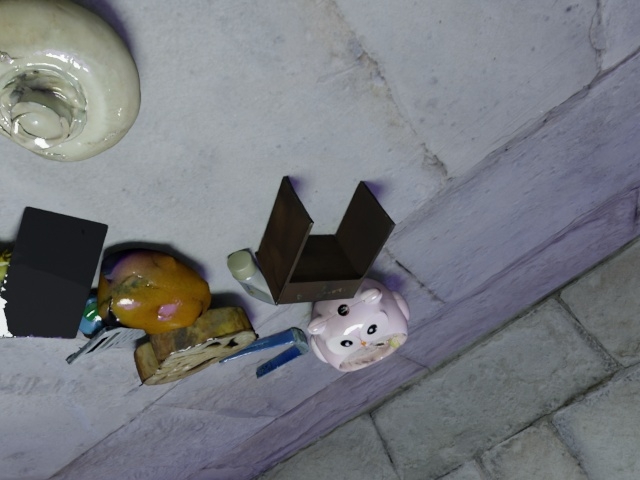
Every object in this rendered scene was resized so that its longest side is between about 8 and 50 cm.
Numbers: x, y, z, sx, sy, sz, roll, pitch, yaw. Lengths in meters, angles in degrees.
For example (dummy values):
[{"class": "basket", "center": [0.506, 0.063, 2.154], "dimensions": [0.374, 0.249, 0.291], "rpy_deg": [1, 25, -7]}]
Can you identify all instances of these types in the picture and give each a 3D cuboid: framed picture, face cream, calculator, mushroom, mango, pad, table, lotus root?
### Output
[{"class": "framed picture", "center": [-0.692, 0.185, 0.960], "dimensions": [0.209, 0.019, 0.281], "rpy_deg": [7, 154, -38]}, {"class": "face cream", "center": [-0.196, 0.123, 1.213], "dimensions": [0.070, 0.114, 0.224], "rpy_deg": [-59, 151, -30]}, {"class": "calculator", "center": [-0.515, 0.242, 1.106], "dimensions": [0.161, 0.021, 0.262], "rpy_deg": [-38, 172, 18]}, {"class": "mushroom", "center": [-0.393, -0.216, 0.608], "dimensions": [0.246, 0.202, 0.246], "rpy_deg": [-8, 141, -7]}, {"class": "mango", "center": [-0.401, 0.126, 1.032], "dimensions": [0.201, 0.152, 0.287], "rpy_deg": [-44, 142, 7]}, {"class": "pad", "center": [-0.561, 0.075, 0.879], "dimensions": [0.159, 0.009, 0.265], "rpy_deg": [17, 88, -43]}, {"class": "table", "center": [0.000, 0.000, 1.107], "dimensions": [0.251, 0.196, 0.282], "rpy_deg": [-1, 133, -29]}, {"class": "lotus root", "center": [-0.364, 0.323, 1.290], "dimensions": [0.390, 0.111, 0.375], "rpy_deg": [-37, 153, 26]}]

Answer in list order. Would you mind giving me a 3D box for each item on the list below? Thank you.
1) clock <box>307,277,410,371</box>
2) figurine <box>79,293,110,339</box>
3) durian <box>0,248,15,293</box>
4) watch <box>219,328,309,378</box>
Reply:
[{"class": "clock", "center": [0.116, 0.267, 1.438], "dimensions": [0.368, 0.250, 0.376], "rpy_deg": [-29, 149, 4]}, {"class": "figurine", "center": [-0.555, 0.193, 1.082], "dimensions": [0.144, 0.114, 0.178], "rpy_deg": [-27, 162, -39]}, {"class": "durian", "center": [-0.672, 0.064, 0.862], "dimensions": [0.146, 0.102, 0.208], "rpy_deg": [-40, 164, 19]}, {"class": "watch", "center": [-0.197, 0.410, 1.579], "dimensions": [0.275, 0.068, 0.276], "rpy_deg": [-29, 143, 10]}]
